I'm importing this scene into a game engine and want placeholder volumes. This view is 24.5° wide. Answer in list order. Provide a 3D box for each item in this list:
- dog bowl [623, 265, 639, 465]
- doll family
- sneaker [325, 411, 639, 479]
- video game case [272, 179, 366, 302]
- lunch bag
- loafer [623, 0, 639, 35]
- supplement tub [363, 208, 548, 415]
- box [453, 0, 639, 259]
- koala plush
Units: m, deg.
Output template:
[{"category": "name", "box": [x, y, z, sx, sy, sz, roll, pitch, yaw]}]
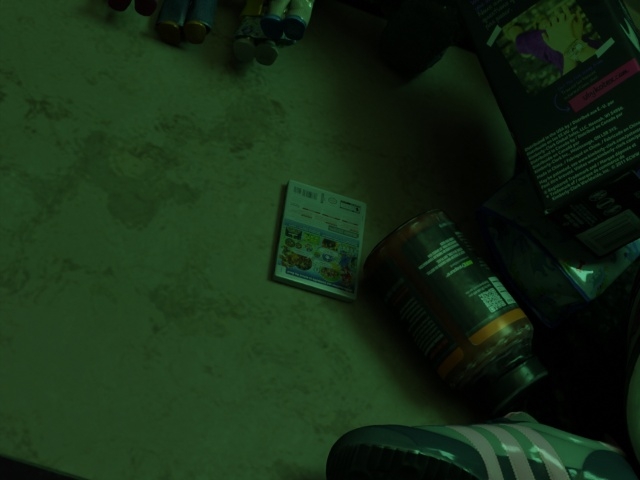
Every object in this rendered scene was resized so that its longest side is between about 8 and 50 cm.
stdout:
[{"category": "dog bowl", "box": [0.478, 0.090, 1.417, 0.408, 0.408, 0.150, 16, 31, -14]}, {"category": "doll family", "box": [-0.102, -0.279, 1.591, 0.263, 0.118, 0.163, 11, 59, 6]}, {"category": "sneaker", "box": [0.151, 0.212, 1.373, 0.319, 0.112, 0.131, 17, 36, -16]}, {"category": "video game case", "box": [0.000, 0.000, 1.493, 0.087, 0.011, 0.122, 17, 53, -13]}, {"category": "lunch bag", "box": [0.246, -0.006, 1.552, 0.151, 0.096, 0.129, 50, 53, 1]}, {"category": "loafer", "box": [0.379, -0.206, 1.650, 0.366, 0.130, 0.134, 50, 48, -16]}, {"category": "supplement tub", "box": [0.136, 0.073, 1.444, 0.106, 0.106, 0.198, -25, 71, -34]}, {"category": "box", "box": [0.262, -0.144, 1.466, 0.165, 0.143, 0.270, 33, 34, -55]}, {"category": "koala plush", "box": [0.146, -0.331, 1.615, 0.196, 0.203, 0.221, 49, 62, -13]}]
